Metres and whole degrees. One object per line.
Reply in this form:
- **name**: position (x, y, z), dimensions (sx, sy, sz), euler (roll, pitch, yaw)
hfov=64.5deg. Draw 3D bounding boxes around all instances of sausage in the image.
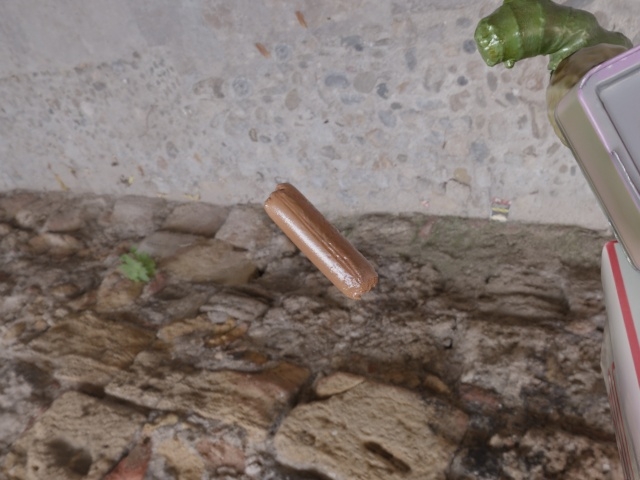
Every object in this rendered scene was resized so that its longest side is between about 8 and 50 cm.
- **sausage**: position (0.000, 0.001, 1.036), dimensions (0.289, 0.086, 0.086), euler (46, 140, 1)

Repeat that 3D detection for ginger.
- **ginger**: position (0.378, -0.303, 0.807), dimensions (0.290, 0.089, 0.137), euler (17, 111, -21)

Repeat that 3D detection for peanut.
- **peanut**: position (0.345, -0.152, 0.591), dimensions (0.120, 0.298, 0.136), euler (-1, 114, 9)

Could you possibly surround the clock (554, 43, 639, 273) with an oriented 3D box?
- **clock**: position (0.270, -0.077, 0.313), dimensions (0.192, 0.071, 0.147), euler (-27, 87, 9)

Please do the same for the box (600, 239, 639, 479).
- **box**: position (0.480, 0.192, 0.516), dimensions (0.314, 0.312, 0.300), euler (-6, 138, 22)
